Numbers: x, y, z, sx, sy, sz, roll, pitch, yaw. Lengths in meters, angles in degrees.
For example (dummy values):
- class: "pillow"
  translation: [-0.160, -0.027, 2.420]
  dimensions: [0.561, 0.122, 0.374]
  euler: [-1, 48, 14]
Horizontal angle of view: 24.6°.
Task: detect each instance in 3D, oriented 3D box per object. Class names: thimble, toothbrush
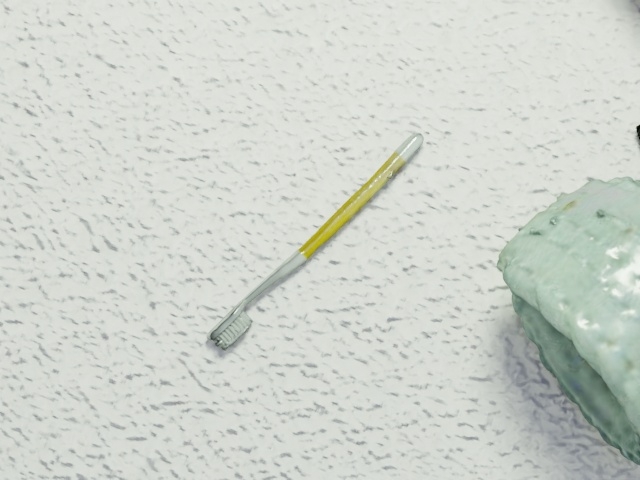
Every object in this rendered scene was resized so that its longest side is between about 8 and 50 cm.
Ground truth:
- class: "thimble"
  translation: [0.284, 0.064, 1.313]
  dimensions: [0.172, 0.205, 0.250]
  euler: [-36, 88, -6]
- class: "toothbrush"
  translation: [0.000, 0.000, 1.418]
  dimensions: [0.288, 0.021, 0.024]
  euler: [-44, 94, -7]

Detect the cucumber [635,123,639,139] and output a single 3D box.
- class: "cucumber"
  translation: [0.348, -0.046, 1.420]
  dimensions: [0.039, 0.043, 0.163]
  euler: [-10, 81, -44]
